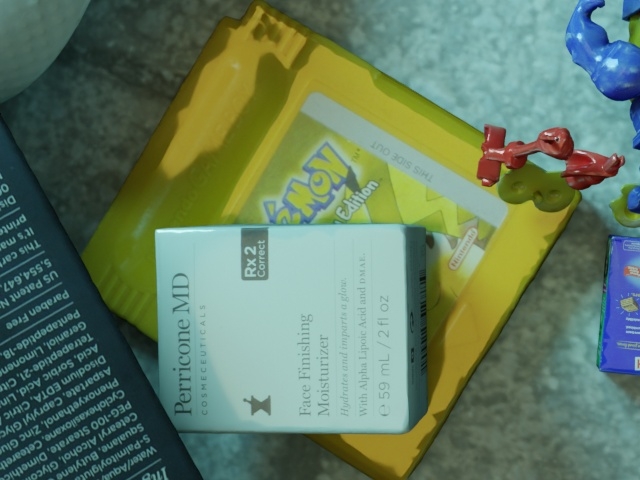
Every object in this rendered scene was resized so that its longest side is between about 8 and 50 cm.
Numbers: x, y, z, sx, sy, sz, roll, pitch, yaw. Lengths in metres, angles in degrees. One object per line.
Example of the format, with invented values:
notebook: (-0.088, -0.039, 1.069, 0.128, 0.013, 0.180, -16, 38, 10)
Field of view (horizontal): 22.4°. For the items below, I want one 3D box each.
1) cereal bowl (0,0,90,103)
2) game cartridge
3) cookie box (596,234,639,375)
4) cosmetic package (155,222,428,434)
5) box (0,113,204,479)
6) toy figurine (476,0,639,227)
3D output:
cereal bowl: (-0.298, -0.269, 1.199, 0.339, 0.141, 0.338, -7, 80, 46)
game cartridge: (0.000, 0.000, 1.300, 0.324, 0.053, 0.285, 31, 96, 5)
cookie box: (0.267, 0.053, 1.268, 0.092, 0.040, 0.107, 6, 93, 8)
cosmetic package: (-0.017, 0.062, 1.205, 0.184, 0.151, 0.151, -2, 90, 9)
box: (-0.253, 0.120, 1.154, 0.212, 0.293, 0.395, -31, 101, -16)
toy figurine: (0.309, -0.122, 1.181, 0.363, 0.191, 0.217, 10, 79, -5)
